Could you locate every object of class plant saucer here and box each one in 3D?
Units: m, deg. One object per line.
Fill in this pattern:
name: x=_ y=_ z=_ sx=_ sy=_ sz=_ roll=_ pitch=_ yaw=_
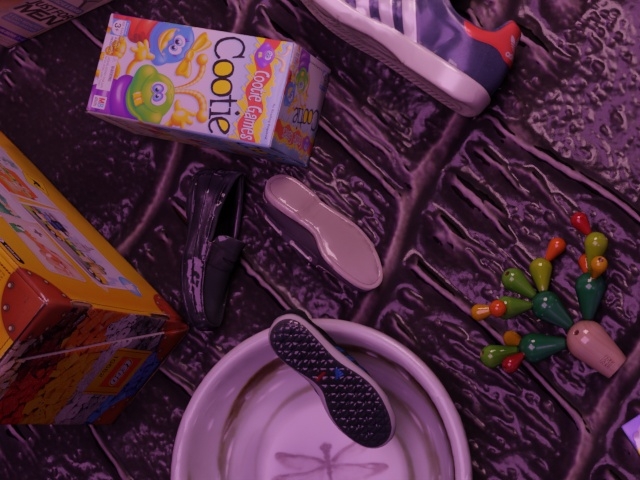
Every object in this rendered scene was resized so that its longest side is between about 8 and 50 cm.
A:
plant saucer: x=0.008 y=0.302 z=1.721 sx=0.400 sy=0.100 sz=0.401 roll=-3 pitch=81 yaw=21

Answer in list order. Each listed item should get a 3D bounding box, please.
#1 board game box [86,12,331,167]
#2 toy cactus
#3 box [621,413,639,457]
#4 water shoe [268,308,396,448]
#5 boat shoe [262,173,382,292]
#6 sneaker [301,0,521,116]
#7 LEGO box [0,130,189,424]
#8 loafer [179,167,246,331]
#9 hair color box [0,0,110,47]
board game box: x=-0.148 y=-0.202 z=1.828 sx=0.275 sy=0.144 sz=0.142 roll=13 pitch=87 yaw=21
toy cactus: x=0.296 y=0.091 z=1.651 sx=0.180 sy=0.112 sz=0.219 roll=42 pitch=89 yaw=11
box: x=0.446 y=0.266 z=1.592 sx=0.105 sy=0.043 sz=0.179 roll=-37 pitch=73 yaw=13
water shoe: x=0.022 y=0.160 z=1.647 sx=0.073 sy=0.080 sz=0.203 roll=-39 pitch=96 yaw=15
boat shoe: x=0.000 y=0.000 z=1.800 sx=0.206 sy=0.075 sz=0.065 roll=44 pitch=142 yaw=15
sneaker: x=0.106 y=-0.308 z=1.765 sx=0.350 sy=0.131 sz=0.148 roll=36 pitch=89 yaw=16
LEGO box: x=-0.468 y=0.006 z=1.797 sx=0.500 sy=0.372 sz=0.193 roll=43 pitch=99 yaw=21
loafer: x=-0.141 y=0.011 z=1.830 sx=0.078 sy=0.076 sz=0.223 roll=-3 pitch=78 yaw=28
hair color box: x=-0.363 y=-0.400 z=1.915 sx=0.338 sy=0.185 sz=0.110 roll=-22 pitch=75 yaw=17
